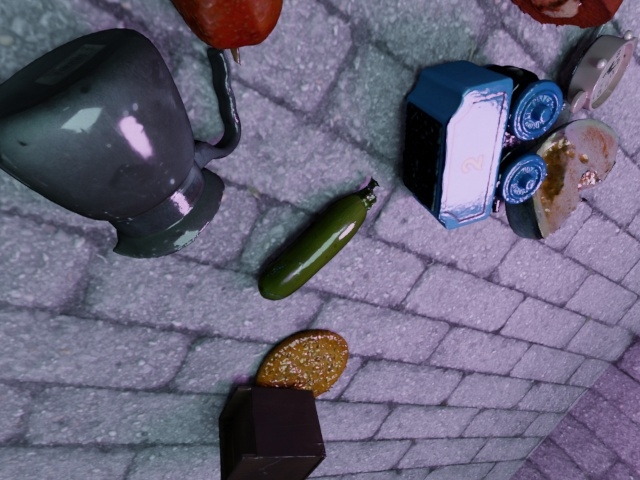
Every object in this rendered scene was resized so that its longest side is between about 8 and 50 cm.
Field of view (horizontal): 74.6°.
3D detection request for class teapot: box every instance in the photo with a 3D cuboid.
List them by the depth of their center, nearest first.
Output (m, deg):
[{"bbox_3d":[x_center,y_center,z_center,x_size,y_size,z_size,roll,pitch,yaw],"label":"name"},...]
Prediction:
[{"bbox_3d":[-0.249,-0.130,0.592,0.224,0.305,0.285,-6,139,18],"label":"teapot"}]

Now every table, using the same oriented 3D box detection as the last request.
[{"bbox_3d":[-0.123,0.462,0.981,0.193,0.169,0.172,12,126,-25],"label":"table"}]

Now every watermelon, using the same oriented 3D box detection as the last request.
[{"bbox_3d":[0.515,-0.159,0.980,0.322,0.188,0.175,-38,102,-20],"label":"watermelon"}]

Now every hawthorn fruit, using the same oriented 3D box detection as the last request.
[{"bbox_3d":[-0.126,-0.332,0.520,0.174,0.173,0.179,-6,166,-25],"label":"hawthorn fruit"}]

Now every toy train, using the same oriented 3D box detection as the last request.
[{"bbox_3d":[0.298,-0.184,0.827,0.265,0.188,0.300,-17,129,-12],"label":"toy train"}]

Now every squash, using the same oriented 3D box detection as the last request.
[{"bbox_3d":[0.001,0.001,0.843,0.331,0.087,0.087,-44,129,1],"label":"squash"}]

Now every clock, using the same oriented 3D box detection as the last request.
[{"bbox_3d":[0.611,-0.369,0.925,0.229,0.063,0.155,-47,144,-7],"label":"clock"}]

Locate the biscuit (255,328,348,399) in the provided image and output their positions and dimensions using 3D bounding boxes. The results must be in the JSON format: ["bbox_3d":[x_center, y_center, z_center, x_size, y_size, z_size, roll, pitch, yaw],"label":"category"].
[{"bbox_3d":[-0.041,0.326,1.055,0.254,0.035,0.253,-13,124,-20],"label":"biscuit"}]

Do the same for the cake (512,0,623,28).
[{"bbox_3d":[0.421,-0.472,0.708,0.283,0.177,0.150,13,113,-35],"label":"cake"}]

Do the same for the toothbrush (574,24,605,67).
[{"bbox_3d":[0.633,-0.534,0.879,0.030,0.025,0.342,-8,126,-53],"label":"toothbrush"}]
